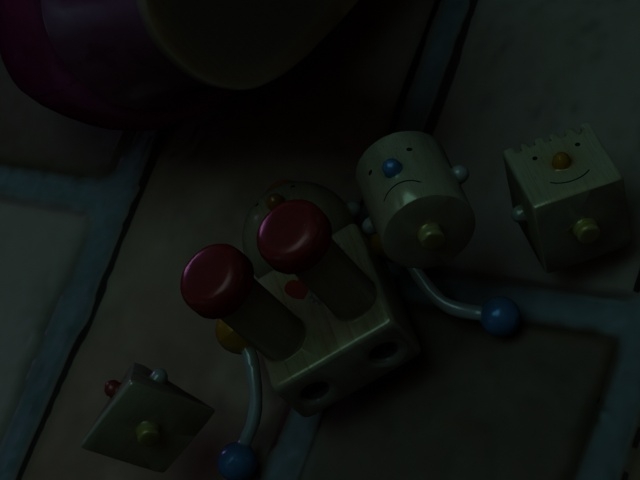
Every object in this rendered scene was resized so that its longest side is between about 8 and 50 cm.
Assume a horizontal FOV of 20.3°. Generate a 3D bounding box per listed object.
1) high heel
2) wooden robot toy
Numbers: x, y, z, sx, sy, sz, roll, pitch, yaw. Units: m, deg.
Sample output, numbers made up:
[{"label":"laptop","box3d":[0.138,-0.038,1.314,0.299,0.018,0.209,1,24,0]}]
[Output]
[{"label":"high heel","box3d":[0.038,-0.184,0.603,0.377,0.127,0.181,-42,20,-17]},{"label":"wooden robot toy","box3d":[0.000,0.000,0.533,0.173,0.076,0.079,-30,42,10]}]
